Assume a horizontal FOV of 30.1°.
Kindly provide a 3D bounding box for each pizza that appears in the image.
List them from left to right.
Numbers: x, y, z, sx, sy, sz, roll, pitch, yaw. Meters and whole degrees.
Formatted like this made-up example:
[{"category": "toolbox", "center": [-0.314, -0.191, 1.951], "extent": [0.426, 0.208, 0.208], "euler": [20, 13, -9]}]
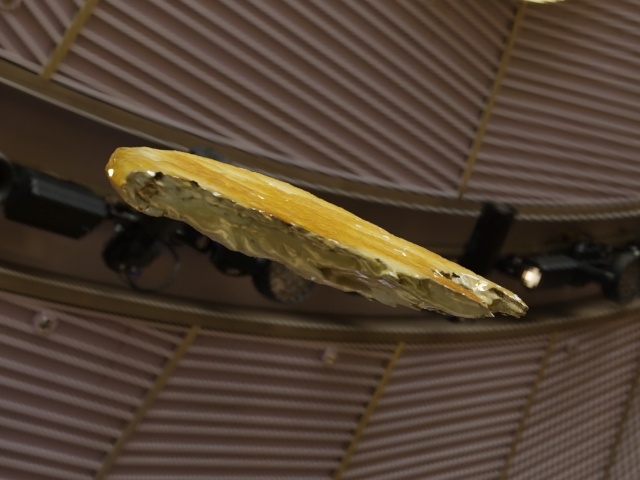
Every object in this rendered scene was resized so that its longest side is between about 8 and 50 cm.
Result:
[{"category": "pizza", "center": [0.000, 0.000, 0.719], "extent": [0.181, 0.262, 0.034], "euler": [-31, -37, -80]}]
